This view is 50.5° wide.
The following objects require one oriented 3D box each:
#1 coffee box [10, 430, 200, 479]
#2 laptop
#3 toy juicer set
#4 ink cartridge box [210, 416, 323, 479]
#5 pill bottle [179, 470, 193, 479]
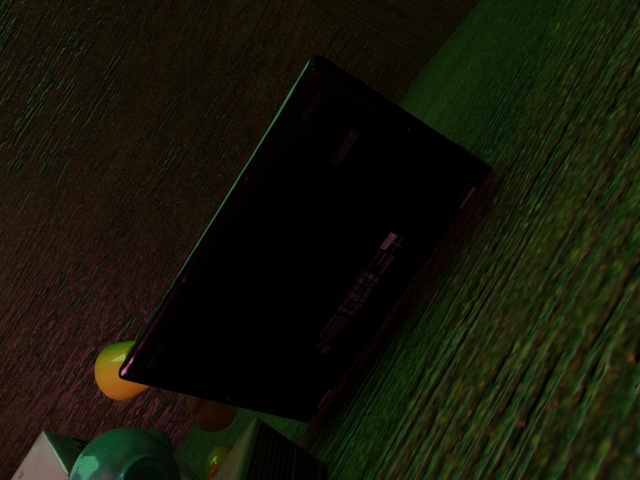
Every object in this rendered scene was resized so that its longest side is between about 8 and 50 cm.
[{"bbox_3d":[-0.331,0.423,1.056,0.118,0.297,0.168,30,88,44],"label":"coffee box"},{"bbox_3d":[0.000,0.000,0.849,0.382,0.407,0.236,-57,37,13],"label":"laptop"},{"bbox_3d":[-0.185,0.291,0.774,0.089,0.209,0.329,-24,50,43],"label":"toy juicer set"},{"bbox_3d":[-0.093,0.297,0.577,0.235,0.088,0.193,-57,2,7],"label":"ink cartridge box"},{"bbox_3d":[-0.279,0.450,0.786,0.210,0.210,0.363,-53,5,46],"label":"pill bottle"}]
